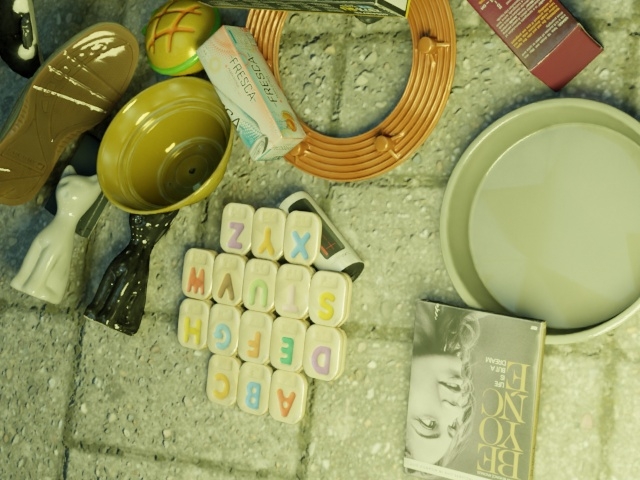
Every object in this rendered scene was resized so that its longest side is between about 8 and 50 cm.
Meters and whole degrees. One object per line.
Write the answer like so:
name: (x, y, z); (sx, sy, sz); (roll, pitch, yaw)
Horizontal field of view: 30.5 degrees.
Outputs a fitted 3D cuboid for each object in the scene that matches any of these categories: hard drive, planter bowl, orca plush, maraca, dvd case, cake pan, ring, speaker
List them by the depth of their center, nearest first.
cake pan: (0.285, -0.021, 1.392); (0.293, 0.054, 0.293); (-6, 78, 28)
dvd case: (0.180, 0.190, 1.399); (0.164, 0.018, 0.221); (9, 101, 31)
ring: (0.024, -0.245, 1.546); (0.336, 0.032, 0.337); (4, 97, 35)
speaker: (0.000, 0.000, 1.548); (0.055, 0.055, 0.136); (-45, 63, 15)
planter bowl: (-0.198, -0.115, 1.647); (0.217, 0.090, 0.217); (-11, 61, 20)
maraca: (-0.203, -0.304, 1.697); (0.127, 0.099, 0.186); (-36, 41, 5)
orca plush: (-0.477, -0.326, 1.744); (0.102, 0.287, 0.151); (-7, 74, -8)
hard drive: (-0.355, -0.085, 1.780); (0.094, 0.022, 0.135); (34, 98, 30)

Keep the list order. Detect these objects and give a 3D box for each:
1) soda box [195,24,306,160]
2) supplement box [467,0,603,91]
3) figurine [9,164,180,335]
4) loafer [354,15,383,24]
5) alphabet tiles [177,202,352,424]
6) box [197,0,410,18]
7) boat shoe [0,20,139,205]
soda box: (-0.094, -0.198, 1.578); (0.063, 0.058, 0.183); (-37, 73, 32)
supplement box: (0.246, -0.282, 1.433); (0.081, 0.104, 0.188); (-43, 63, 16)
figurine: (-0.326, 0.005, 1.704); (0.215, 0.092, 0.209); (20, 82, 19)
loafer: (0.037, -0.396, 1.585); (0.076, 0.078, 0.223); (-23, 71, 24)
alphabet tiles: (-0.081, 0.094, 1.560); (0.284, 0.021, 0.278); (9, 95, 37)
box: (-0.017, -0.424, 1.505); (0.322, 0.079, 0.257); (10, 91, 35)
boat shoe: (-0.401, -0.207, 1.768); (0.341, 0.121, 0.110); (-45, 31, 18)
